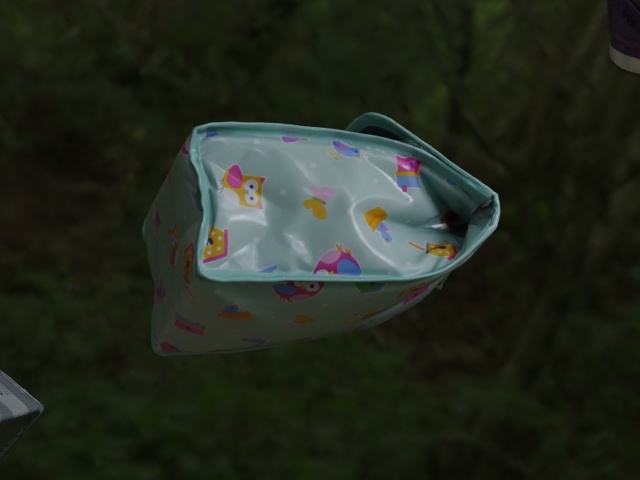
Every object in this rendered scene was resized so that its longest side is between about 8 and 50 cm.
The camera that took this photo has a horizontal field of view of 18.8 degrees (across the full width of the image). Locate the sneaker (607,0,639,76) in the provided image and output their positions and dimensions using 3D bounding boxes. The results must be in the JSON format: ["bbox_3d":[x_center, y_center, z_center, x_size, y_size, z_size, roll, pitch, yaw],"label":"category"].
[{"bbox_3d":[0.380,-0.199,1.740,0.283,0.107,0.124,13,-46,32],"label":"sneaker"}]

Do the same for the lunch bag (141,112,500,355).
[{"bbox_3d":[0.000,0.000,1.609,0.223,0.262,0.160,126,-40,-66],"label":"lunch bag"}]

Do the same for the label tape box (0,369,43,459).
[{"bbox_3d":[-0.310,0.169,1.204,0.115,0.249,0.348,42,-3,-1],"label":"label tape box"}]
